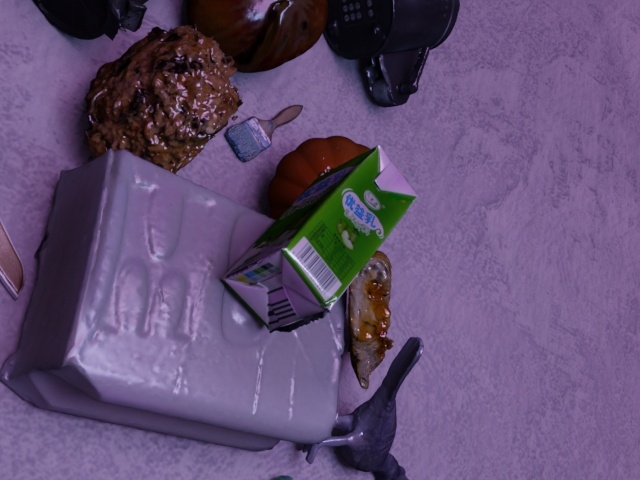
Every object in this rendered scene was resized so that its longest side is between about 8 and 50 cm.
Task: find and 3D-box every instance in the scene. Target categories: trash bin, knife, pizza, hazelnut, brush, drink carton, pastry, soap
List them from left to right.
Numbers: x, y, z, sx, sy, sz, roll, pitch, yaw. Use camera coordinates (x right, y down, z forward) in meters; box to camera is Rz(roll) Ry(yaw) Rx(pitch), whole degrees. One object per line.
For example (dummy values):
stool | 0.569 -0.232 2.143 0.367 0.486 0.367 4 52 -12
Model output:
knife | -0.472 -0.036 1.164 0.046 0.022 0.256 -30 99 -46
trash bin | -0.313 -0.478 1.320 0.252 0.203 0.302 38 55 -1
pastry | -0.232 -0.199 1.275 0.193 0.274 0.275 59 46 -37
soap | -0.188 0.102 1.222 0.435 0.212 0.351 24 60 -32
hazelnut | -0.103 -0.402 1.456 0.251 0.217 0.217 3 74 -37
brush | -0.093 -0.208 1.522 0.196 0.021 0.070 -38 99 -42
drink carton | 0.000 0.000 1.169 0.108 0.161 0.271 52 50 -12
pizza | 0.082 0.129 1.363 0.073 0.365 0.182 2 56 3

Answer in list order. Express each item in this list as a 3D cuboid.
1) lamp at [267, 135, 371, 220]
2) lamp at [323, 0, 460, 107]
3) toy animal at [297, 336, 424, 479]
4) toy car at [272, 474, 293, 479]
lamp | 0.018 -0.070 1.446 0.223 0.196 0.223 -1 98 -7
lamp | 0.138 -0.481 1.667 0.272 0.205 0.374 -41 119 -34
toy animal | 0.063 0.311 1.374 0.205 0.367 0.081 -10 39 -12
toy car | -0.034 0.464 1.321 0.093 0.058 0.186 -31 84 -40
